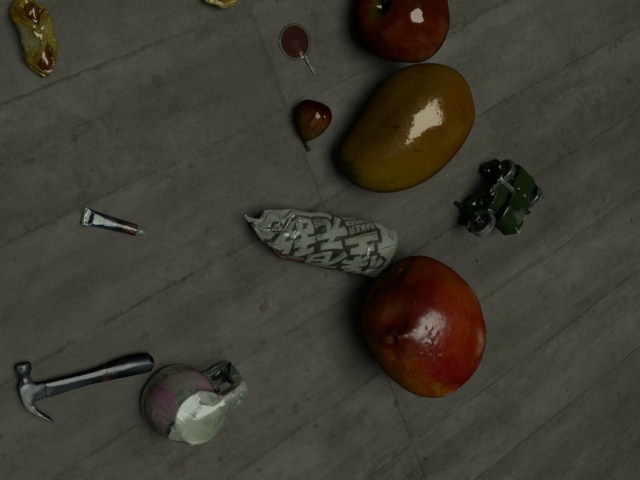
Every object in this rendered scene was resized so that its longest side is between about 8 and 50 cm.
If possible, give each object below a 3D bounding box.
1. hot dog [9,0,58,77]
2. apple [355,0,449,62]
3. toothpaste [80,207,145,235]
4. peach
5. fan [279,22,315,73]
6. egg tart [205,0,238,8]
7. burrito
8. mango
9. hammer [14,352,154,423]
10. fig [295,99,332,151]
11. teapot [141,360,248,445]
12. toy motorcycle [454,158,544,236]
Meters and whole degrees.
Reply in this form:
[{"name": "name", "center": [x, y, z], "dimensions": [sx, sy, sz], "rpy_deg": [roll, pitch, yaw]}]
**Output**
[{"name": "hot dog", "center": [-0.550, -0.403, 1.538], "dimensions": [0.078, 0.061, 0.169], "rpy_deg": [-23, 109, -28]}, {"name": "apple", "center": [0.203, -0.531, 1.897], "dimensions": [0.230, 0.230, 0.230], "rpy_deg": [-5, 100, -31]}, {"name": "toothpaste", "center": [-0.439, -0.034, 1.686], "dimensions": [0.140, 0.021, 0.037], "rpy_deg": [17, 84, -29]}, {"name": "peach", "center": [0.254, 0.214, 1.984], "dimensions": [0.372, 0.289, 0.373], "rpy_deg": [-15, 112, -44]}, {"name": "fan", "center": [-0.047, -0.449, 1.872], "dimensions": [0.085, 0.005, 0.133], "rpy_deg": [-43, 116, -20]}, {"name": "egg tart", "center": [-0.221, -0.556, 1.729], "dimensions": [0.105, 0.039, 0.105], "rpy_deg": [-5, 100, -31]}, {"name": "burrito", "center": [0.000, 0.000, 1.914], "dimensions": [0.445, 0.101, 0.139], "rpy_deg": [9, 100, -34]}, {"name": "mango", "center": [0.212, -0.266, 1.940], "dimensions": [0.378, 0.221, 0.264], "rpy_deg": [-40, 121, -9]}, {"name": "hammer", "center": [-0.493, 0.298, 1.692], "dimensions": [0.289, 0.037, 0.137], "rpy_deg": [-10, 102, -30]}, {"name": "fig", "center": [-0.025, -0.269, 1.878], "dimensions": [0.088, 0.089, 0.125], "rpy_deg": [5, 115, -32]}, {"name": "teapot", "center": [-0.268, 0.371, 1.758], "dimensions": [0.221, 0.178, 0.163], "rpy_deg": [-1, 98, -32]}, {"name": "toy motorcycle", "center": [0.503, -0.104, 2.200], "dimensions": [0.205, 0.127, 0.275], "rpy_deg": [37, 71, -31]}]
